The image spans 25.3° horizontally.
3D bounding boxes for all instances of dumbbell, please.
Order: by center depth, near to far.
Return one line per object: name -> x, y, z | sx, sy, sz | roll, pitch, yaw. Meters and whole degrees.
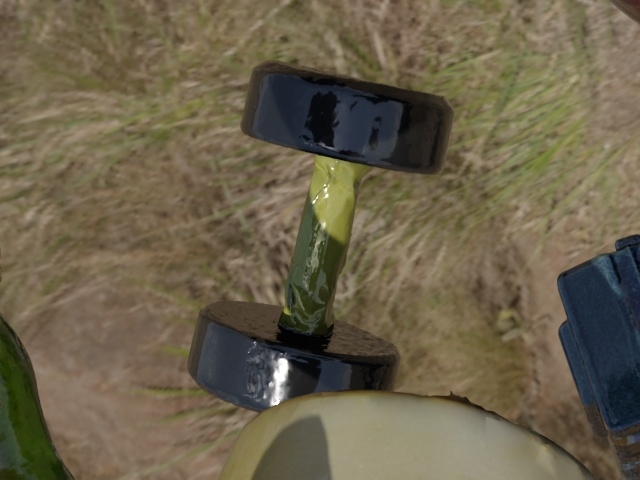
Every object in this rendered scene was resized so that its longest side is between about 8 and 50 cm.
dumbbell -> 0.000, 0.000, 1.376 | 0.204, 0.204, 0.322 | 16, 98, 29

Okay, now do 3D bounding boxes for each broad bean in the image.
broad bean -> -0.182, 0.151, 0.855 | 0.077, 0.061, 0.339 | -24, 83, -4

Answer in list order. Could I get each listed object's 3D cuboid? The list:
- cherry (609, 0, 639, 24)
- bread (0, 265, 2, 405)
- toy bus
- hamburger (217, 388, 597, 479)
cherry -> 0.274, -0.280, 1.096 | 0.203, 0.230, 0.300 | -44, 76, 21
bread -> -0.215, 0.012, 0.578 | 0.140, 0.169, 0.160 | -22, 134, 8
toy bus -> 0.323, 0.118, 1.237 | 0.194, 0.323, 0.162 | -19, 62, 9
hamburger -> 0.049, 0.219, 0.887 | 0.276, 0.179, 0.294 | 17, 150, -6
